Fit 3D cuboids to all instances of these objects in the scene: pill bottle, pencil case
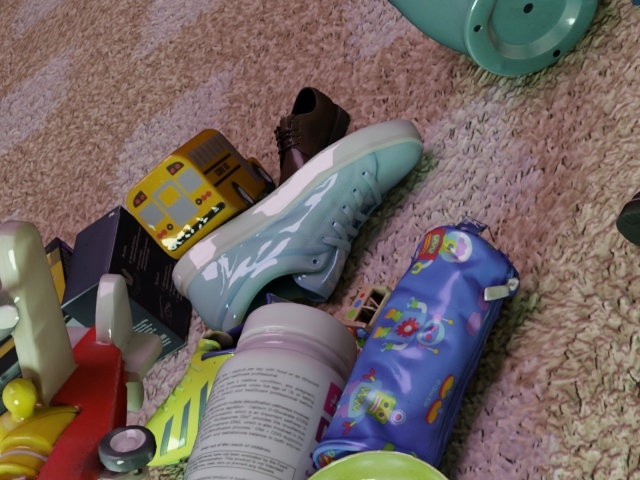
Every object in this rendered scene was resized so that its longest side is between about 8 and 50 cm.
[{"bbox_3d":[-0.054,0.217,1.625,0.160,0.160,0.283,-20,40,38],"label":"pill bottle"},{"bbox_3d":[0.110,0.128,1.567,0.133,0.119,0.306,3,56,43],"label":"pencil case"}]

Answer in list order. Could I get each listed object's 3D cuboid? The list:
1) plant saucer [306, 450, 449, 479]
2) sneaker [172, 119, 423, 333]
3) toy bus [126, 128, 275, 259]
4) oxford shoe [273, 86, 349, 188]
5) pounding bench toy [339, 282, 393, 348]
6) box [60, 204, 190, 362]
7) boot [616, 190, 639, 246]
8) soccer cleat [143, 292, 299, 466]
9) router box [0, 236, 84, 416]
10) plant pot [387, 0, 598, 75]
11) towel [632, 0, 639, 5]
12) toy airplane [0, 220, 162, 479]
[{"bbox_3d":[0.052,0.321,1.423,0.241,0.037,0.241,-13,65,28],"label":"plant saucer"},{"bbox_3d":[0.000,0.000,1.890,0.366,0.135,0.150,-37,68,1],"label":"sneaker"},{"bbox_3d":[-0.156,-0.066,2.017,0.108,0.130,0.333,-42,5,12],"label":"toy bus"},{"bbox_3d":[-0.034,-0.119,2.067,0.083,0.096,0.227,-20,41,35],"label":"oxford shoe"},{"bbox_3d":[0.053,0.091,1.748,0.083,0.052,0.065,4,57,53],"label":"pounding bench toy"},{"bbox_3d":[-0.263,0.065,2.073,0.093,0.158,0.156,-31,33,25],"label":"box"},{"bbox_3d":[0.396,-0.069,1.489,0.198,0.077,0.137,-4,46,48],"label":"boot"},{"bbox_3d":[-0.129,0.166,1.821,0.289,0.121,0.093,-38,32,16],"label":"soccer cleat"},{"bbox_3d":[-0.474,0.169,2.295,0.309,0.081,0.243,-42,30,9],"label":"router box"},{"bbox_3d":[0.212,-0.349,1.882,0.271,0.271,0.255,-41,44,10],"label":"plant pot"},{"bbox_3d":[0.422,-0.330,1.802,0.119,0.029,0.067,-49,31,-5],"label":"towel"},{"bbox_3d":[-0.312,0.203,1.691,0.272,0.384,0.386,-8,75,-2],"label":"toy airplane"}]
